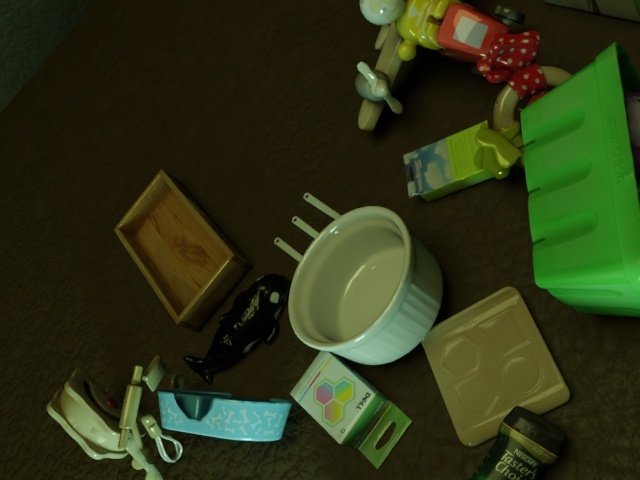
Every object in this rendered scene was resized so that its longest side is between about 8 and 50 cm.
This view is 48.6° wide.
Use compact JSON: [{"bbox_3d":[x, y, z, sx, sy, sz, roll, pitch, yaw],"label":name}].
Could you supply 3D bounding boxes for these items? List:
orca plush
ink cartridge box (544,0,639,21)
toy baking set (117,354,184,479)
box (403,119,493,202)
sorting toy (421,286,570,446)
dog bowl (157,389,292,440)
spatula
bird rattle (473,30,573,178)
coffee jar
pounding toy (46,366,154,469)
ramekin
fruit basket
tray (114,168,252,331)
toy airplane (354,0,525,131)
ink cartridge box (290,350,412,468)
[{"bbox_3d":[-0.193,0.172,1.495,0.287,0.102,0.151,-37,51,17],"label":"orca plush"},{"bbox_3d":[0.546,-0.515,1.265,0.273,0.115,0.198,33,90,42],"label":"ink cartridge box"},{"bbox_3d":[-0.334,0.369,1.443,0.030,0.197,0.256,-3,66,30],"label":"toy baking set"},{"bbox_3d":[0.251,-0.147,1.356,0.178,0.042,0.108,-21,56,28],"label":"box"},{"bbox_3d":[0.282,0.207,1.166,0.193,0.038,0.208,-33,56,20],"label":"sorting toy"},{"bbox_3d":[-0.192,0.338,1.381,0.297,0.166,0.074,-4,77,36],"label":"dog bowl"},{"bbox_3d":[0.000,0.000,1.491,0.242,0.019,0.168,35,92,42],"label":"spatula"},{"bbox_3d":[0.359,-0.228,1.221,0.143,0.207,0.253,-172,93,-83],"label":"bird rattle"},{"bbox_3d":[0.284,0.343,1.056,0.096,0.079,0.184,30,88,19],"label":"coffee jar"},{"bbox_3d":[-0.442,0.371,1.539,0.269,0.154,0.155,42,98,8],"label":"pounding toy"},{"bbox_3d":[0.086,0.090,1.276,0.277,0.135,0.277,-28,44,31],"label":"ramekin"},{"bbox_3d":[0.498,-0.077,0.985,0.392,0.283,0.391,-19,59,35],"label":"fruit basket"},{"bbox_3d":[-0.342,0.014,1.708,0.202,0.076,0.411,-50,49,5],"label":"tray"},{"bbox_3d":[0.177,-0.457,1.409,0.384,0.273,0.385,-26,66,46],"label":"toy airplane"},{"bbox_3d":[0.051,0.298,1.274,0.209,0.062,0.109,37,92,42],"label":"ink cartridge box"}]
